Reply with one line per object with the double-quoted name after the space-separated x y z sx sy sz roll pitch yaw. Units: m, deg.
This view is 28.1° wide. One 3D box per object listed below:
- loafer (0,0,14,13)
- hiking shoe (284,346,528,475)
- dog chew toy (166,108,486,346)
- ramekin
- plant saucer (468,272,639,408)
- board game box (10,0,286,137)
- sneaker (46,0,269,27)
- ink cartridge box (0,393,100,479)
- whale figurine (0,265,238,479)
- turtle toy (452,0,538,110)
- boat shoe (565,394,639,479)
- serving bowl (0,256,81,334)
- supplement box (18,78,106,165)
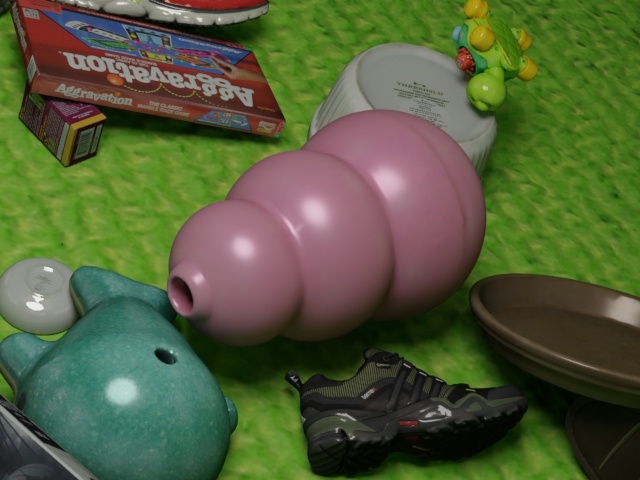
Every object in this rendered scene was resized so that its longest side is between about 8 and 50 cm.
-0.435 -0.276 1.345 0.251 0.094 0.087 -15 60 -33 "loafer"
0.084 0.141 1.178 0.227 0.086 0.114 -3 54 -25 "hiking shoe"
0.000 0.000 1.184 0.332 0.206 0.206 -22 60 -39 "dog chew toy"
0.098 -0.126 1.420 0.207 0.109 0.207 12 45 -13 "ramekin"
0.278 0.099 1.255 0.278 0.041 0.278 11 16 -3 "plant saucer"
-0.182 -0.185 1.368 0.281 0.027 0.145 8 40 -31 "board game box"
-0.185 -0.304 1.437 0.279 0.118 0.107 5 10 -20 "sneaker"
-0.244 0.207 0.908 0.333 0.065 0.165 34 81 20 "ink cartridge box"
-0.157 0.106 1.061 0.216 0.141 0.272 21 34 -20 "whale figurine"
0.184 -0.198 1.396 0.095 0.066 0.130 29 40 -30 "turtle toy"
0.376 0.230 1.216 0.307 0.111 0.104 34 29 10 "boat shoe"
-0.254 0.045 1.166 0.083 0.027 0.083 11 46 -12 "serving bowl"
-0.264 -0.125 1.304 0.043 0.055 0.083 -28 64 -41 "supplement box"
